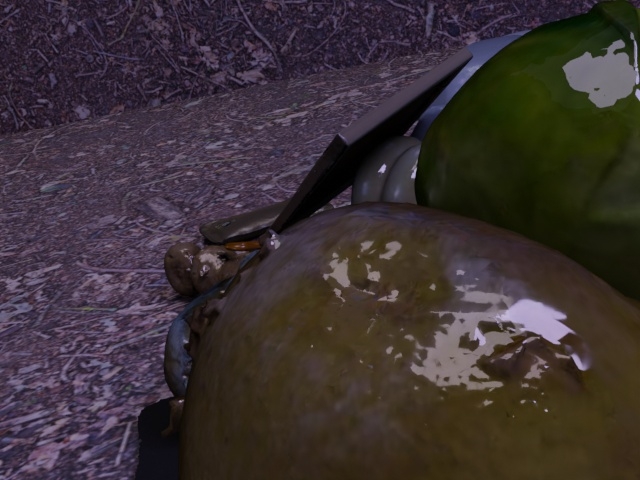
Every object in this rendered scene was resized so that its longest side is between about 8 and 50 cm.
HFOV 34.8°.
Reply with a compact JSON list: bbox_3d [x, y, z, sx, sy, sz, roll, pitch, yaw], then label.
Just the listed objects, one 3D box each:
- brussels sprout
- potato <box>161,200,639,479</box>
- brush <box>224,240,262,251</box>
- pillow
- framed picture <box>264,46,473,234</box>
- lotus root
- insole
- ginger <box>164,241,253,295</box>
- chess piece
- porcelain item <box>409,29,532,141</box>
[{"bbox_3d":[0.283,-0.047,0.924,0.425,0.361,0.342,3,55,46],"label":"brussels sprout"},{"bbox_3d":[0.096,0.126,0.697,0.385,0.320,0.442,-28,27,-38],"label":"potato"},{"bbox_3d":[0.000,0.000,1.446,0.314,0.017,0.090,-4,7,-37],"label":"brush"},{"bbox_3d":[-0.091,-0.037,1.707,0.217,0.033,0.130,-18,20,-17],"label":"pillow"},{"bbox_3d":[0.053,-0.118,1.403,0.247,0.022,0.335,-37,-6,-30],"label":"framed picture"},{"bbox_3d":[-0.074,0.101,1.151,0.158,0.140,0.322,-33,8,15],"label":"lotus root"},{"bbox_3d":[-0.144,0.225,1.009,0.110,0.012,0.309,-16,19,-8],"label":"insole"},{"bbox_3d":[-0.140,0.046,1.427,0.204,0.080,0.104,4,10,33],"label":"ginger"},{"bbox_3d":[0.215,-0.027,1.302,0.330,0.182,0.182,13,30,40],"label":"chess piece"},{"bbox_3d":[0.280,-0.196,1.624,0.178,0.243,0.405,-31,10,34],"label":"porcelain item"}]
